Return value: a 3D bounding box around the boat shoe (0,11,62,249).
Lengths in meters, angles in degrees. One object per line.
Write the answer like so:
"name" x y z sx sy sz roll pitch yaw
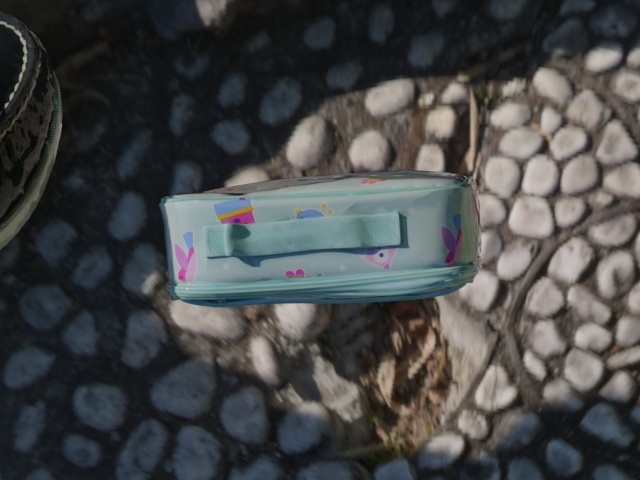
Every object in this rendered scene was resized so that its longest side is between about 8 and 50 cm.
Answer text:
"boat shoe" -0.195 -0.024 0.555 0.114 0.091 0.302 17 42 7

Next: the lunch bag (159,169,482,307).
"lunch bag" 0.000 0.000 1.189 0.279 0.224 0.108 -5 95 8
